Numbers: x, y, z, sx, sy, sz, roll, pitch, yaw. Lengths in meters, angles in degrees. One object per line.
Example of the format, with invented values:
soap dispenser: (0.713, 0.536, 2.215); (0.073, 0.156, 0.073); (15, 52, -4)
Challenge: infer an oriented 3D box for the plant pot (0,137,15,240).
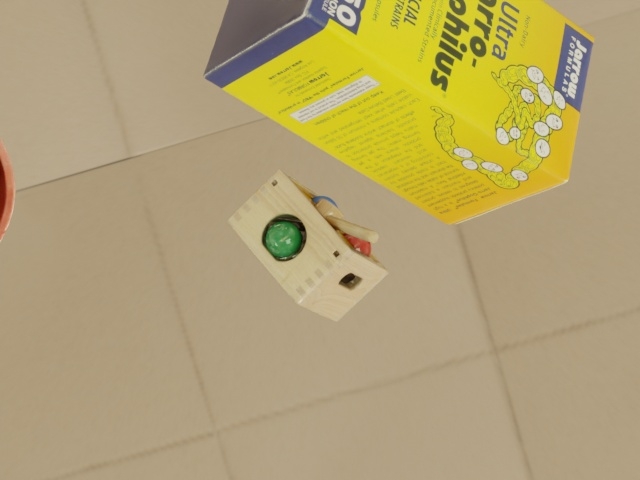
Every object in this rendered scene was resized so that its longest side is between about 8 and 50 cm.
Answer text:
plant pot: (-0.517, -0.109, 1.804); (0.272, 0.265, 0.272); (-6, 116, -13)

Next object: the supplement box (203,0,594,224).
supplement box: (0.090, -0.196, 1.586); (0.356, 0.195, 0.194); (29, 61, -27)

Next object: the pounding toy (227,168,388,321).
pounding toy: (0.000, 0.000, 1.377); (0.100, 0.141, 0.130); (-44, 67, 7)
